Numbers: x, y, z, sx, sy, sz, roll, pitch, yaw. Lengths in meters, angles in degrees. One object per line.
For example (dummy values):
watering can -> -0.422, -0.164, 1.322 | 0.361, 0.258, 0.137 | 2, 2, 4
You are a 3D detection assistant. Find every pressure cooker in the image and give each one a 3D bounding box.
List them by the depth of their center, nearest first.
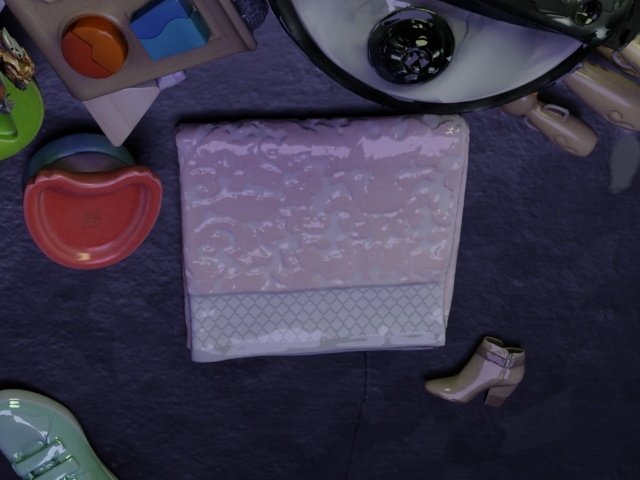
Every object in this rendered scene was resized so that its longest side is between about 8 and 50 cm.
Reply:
pressure cooker -> 0.112, -0.319, 1.505 | 0.370, 0.420, 0.375 | -18, 121, 5

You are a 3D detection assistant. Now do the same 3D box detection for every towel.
towel -> 0.000, 0.000, 1.900 | 0.332, 0.053, 0.317 | -3, 121, -6

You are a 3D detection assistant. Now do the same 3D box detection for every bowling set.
bowling set -> 0.316, -0.225, 1.759 | 0.154, 0.200, 0.287 | 31, 155, -17

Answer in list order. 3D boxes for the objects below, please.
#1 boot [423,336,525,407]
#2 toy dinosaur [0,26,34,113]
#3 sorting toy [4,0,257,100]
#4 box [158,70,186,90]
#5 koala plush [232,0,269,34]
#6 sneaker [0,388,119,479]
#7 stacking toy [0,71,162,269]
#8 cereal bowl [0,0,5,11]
boot -> 0.196, 0.161, 2.030 | 0.118, 0.042, 0.087 | 11, 113, -14
toy dinosaur -> -0.432, -0.179, 1.498 | 0.322, 0.164, 0.218 | 25, 98, -12
sorting toy -> -0.221, -0.261, 1.480 | 0.229, 0.041, 0.307 | -11, 130, 29
box -> -0.244, -0.295, 1.685 | 0.063, 0.067, 0.324 | -25, 120, 9
koala plush -> -0.156, -0.300, 1.613 | 0.203, 0.221, 0.196 | -20, 125, 35
sneaker -> -0.322, 0.299, 1.984 | 0.094, 0.151, 0.256 | -32, 118, 14
stacking toy -> -0.325, -0.108, 1.752 | 0.309, 0.130, 0.279 | 4, 129, -22
cereal bowl -> -0.453, -0.320, 1.543 | 0.339, 0.141, 0.339 | -9, 125, -13
